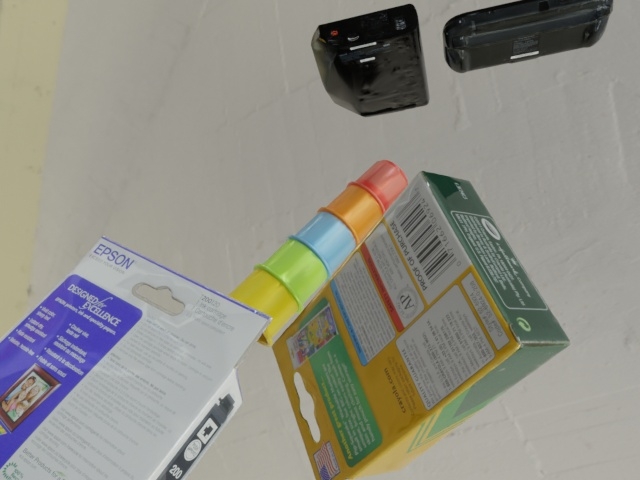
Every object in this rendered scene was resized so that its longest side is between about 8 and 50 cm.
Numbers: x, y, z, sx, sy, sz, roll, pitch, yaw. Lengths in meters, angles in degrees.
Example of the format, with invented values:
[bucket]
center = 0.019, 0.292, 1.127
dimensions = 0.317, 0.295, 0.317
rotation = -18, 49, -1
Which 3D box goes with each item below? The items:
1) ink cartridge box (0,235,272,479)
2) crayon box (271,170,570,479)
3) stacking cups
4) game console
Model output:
[ink cartridge box]
center = -0.169, 0.111, 0.508
dimensions = 0.206, 0.208, 0.045
rotation = 22, -30, 30
[crayon box]
center = 0.080, 0.111, 0.700
dimensions = 0.323, 0.083, 0.203
rotation = -51, -132, 36
[stacking cups]
center = 0.000, 0.000, 0.906
dimensions = 0.096, 0.316, 0.096
rotation = 37, -21, 16
[game console]
center = 0.177, -0.241, 0.830
dimensions = 0.360, 0.213, 0.044
rotation = -9, -104, 10
